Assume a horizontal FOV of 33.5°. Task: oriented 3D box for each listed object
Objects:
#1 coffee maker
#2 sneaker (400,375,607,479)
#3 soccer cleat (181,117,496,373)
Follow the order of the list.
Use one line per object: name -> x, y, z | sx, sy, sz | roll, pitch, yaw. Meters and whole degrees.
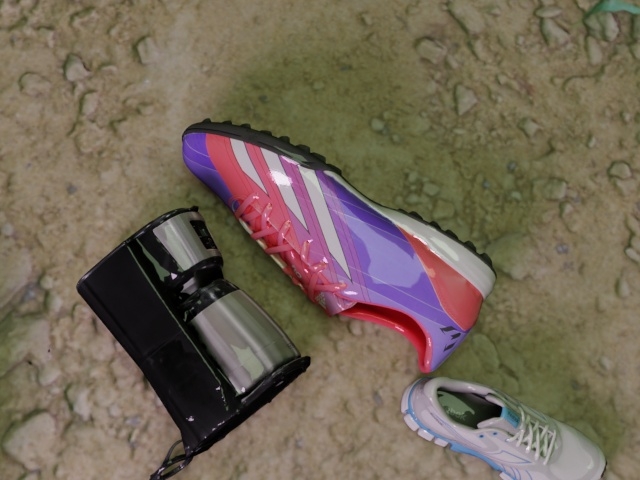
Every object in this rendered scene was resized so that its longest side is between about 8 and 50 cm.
coffee maker -> -0.126, 0.086, 0.910 | 0.171, 0.120, 0.178 | -36, 78, -15
sneaker -> 0.166, 0.170, 0.935 | 0.191, 0.083, 0.071 | 20, 69, -1
soccer cleat -> 0.000, 0.000, 0.964 | 0.318, 0.108, 0.116 | 29, 75, 1
